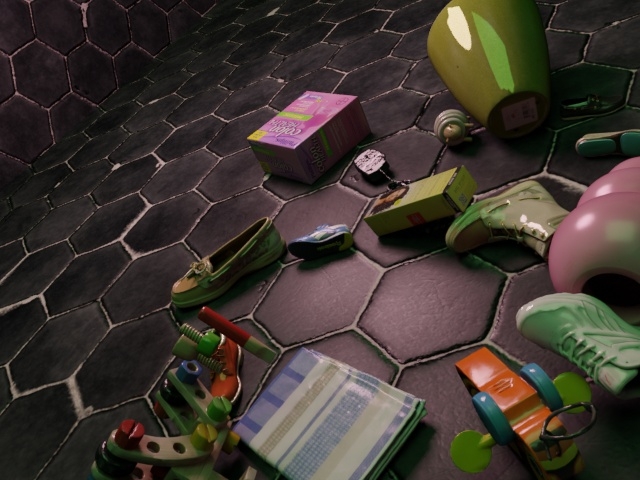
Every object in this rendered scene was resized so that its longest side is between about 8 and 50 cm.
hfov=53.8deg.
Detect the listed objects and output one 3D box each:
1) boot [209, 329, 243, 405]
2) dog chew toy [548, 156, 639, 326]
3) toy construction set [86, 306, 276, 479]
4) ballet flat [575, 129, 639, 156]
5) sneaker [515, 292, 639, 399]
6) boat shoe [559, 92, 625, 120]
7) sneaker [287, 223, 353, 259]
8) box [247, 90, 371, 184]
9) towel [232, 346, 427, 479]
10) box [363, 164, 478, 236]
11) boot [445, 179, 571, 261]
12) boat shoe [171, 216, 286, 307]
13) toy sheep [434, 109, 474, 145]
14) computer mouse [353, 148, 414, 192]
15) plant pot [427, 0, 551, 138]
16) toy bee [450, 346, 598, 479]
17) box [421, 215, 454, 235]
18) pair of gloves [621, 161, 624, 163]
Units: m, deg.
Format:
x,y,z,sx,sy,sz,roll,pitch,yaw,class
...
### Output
x,y,z,sx,sy,sz,roll,pitch,yaw,class
-0.184,0.233,1.151,0.059,0.085,0.158,-19,37,9,boot
0.473,-0.015,0.949,0.206,0.207,0.332,3,36,36,dog chew toy
-0.166,0.292,0.963,0.309,0.237,0.257,-59,-3,-6,toy construction set
0.586,-0.195,1.227,0.168,0.057,0.052,6,36,38,ballet flat
0.367,0.145,0.820,0.232,0.090,0.115,18,34,18,sneaker
0.588,-0.295,1.367,0.133,0.042,0.049,-6,38,26,boat shoe
0.000,0.000,1.363,0.144,0.053,0.059,-11,37,8,sneaker
-0.031,-0.282,1.693,0.243,0.117,0.213,-43,38,-22,box
0.006,0.287,0.999,0.285,0.034,0.209,16,55,47,towel
0.194,-0.075,1.260,0.232,0.058,0.087,-17,30,49,box
0.347,-0.014,1.131,0.213,0.077,0.165,-28,37,-2,boot
-0.217,0.047,1.409,0.285,0.089,0.104,-32,35,-7,boat shoe
0.309,-0.265,1.479,0.091,0.091,0.132,-19,21,12,toy sheep
0.155,-0.148,1.474,0.071,0.041,0.242,-39,42,-3,computer mouse
0.409,-0.383,1.439,0.274,0.275,0.294,-18,50,13,plant pot
0.261,0.252,0.801,0.195,0.162,0.298,-25,9,17,toy bee
0.237,-0.051,1.299,0.067,0.018,0.083,-19,35,13,box
0.591,-0.124,1.168,0.083,0.010,0.074,5,45,37,pair of gloves
